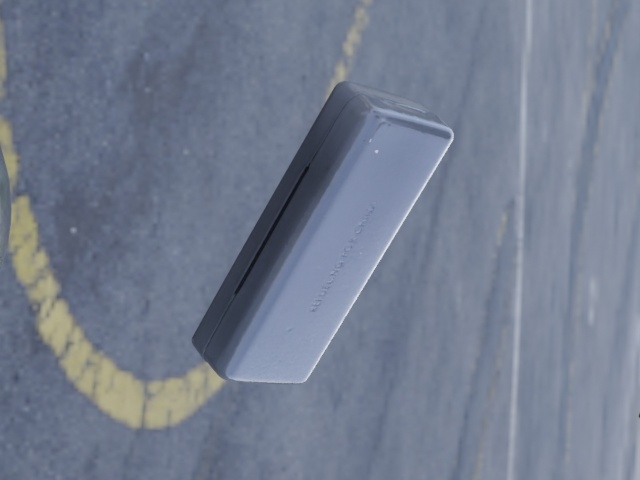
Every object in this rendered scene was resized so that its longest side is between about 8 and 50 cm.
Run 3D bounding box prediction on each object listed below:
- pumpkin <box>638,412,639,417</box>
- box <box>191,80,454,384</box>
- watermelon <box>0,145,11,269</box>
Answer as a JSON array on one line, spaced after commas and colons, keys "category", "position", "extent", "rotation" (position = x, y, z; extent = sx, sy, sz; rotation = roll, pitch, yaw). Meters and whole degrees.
[{"category": "pumpkin", "position": [0.269, 0.105, 0.945], "extent": [0.054, 0.083, 0.074], "rotation": [104, 11, -60]}, {"category": "box", "position": [0.000, 0.000, 1.020], "extent": [0.103, 0.055, 0.244], "rotation": [10, 118, -44]}, {"category": "watermelon", "position": [-0.257, -0.021, 0.677], "extent": [0.212, 0.212, 0.212], "rotation": [2, 90, -73]}]
